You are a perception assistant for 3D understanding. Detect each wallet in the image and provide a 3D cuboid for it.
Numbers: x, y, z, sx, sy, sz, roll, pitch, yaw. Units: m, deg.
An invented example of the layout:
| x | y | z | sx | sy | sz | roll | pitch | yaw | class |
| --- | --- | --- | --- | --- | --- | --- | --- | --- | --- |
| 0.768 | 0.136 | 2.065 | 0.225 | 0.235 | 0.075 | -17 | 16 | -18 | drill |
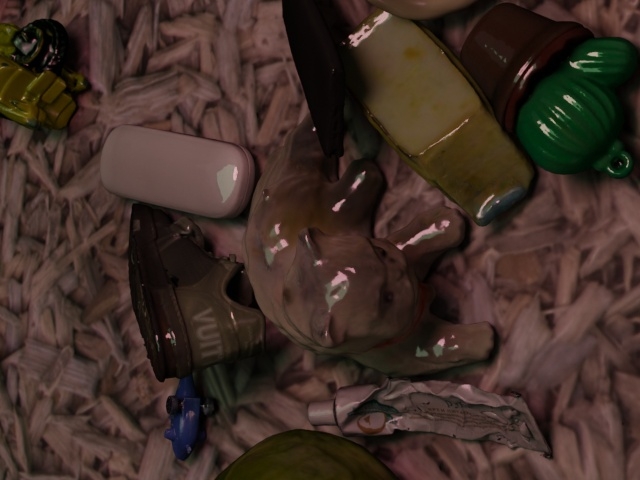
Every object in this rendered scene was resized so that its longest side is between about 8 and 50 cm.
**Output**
| x | y | z | sx | sy | sz | roll | pitch | yaw | class |
| --- | --- | --- | --- | --- | --- | --- | --- | --- | --- |
| -0.012 | -0.208 | 1.543 | 0.124 | 0.025 | 0.244 | 91 | 168 | -46 | wallet |

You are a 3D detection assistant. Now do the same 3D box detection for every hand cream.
| x | y | z | sx | sy | sz | roll | pitch | yaw | class |
| --- | --- | --- | --- | --- | --- | --- | --- | --- | --- |
| 0.102 | 0.173 | 1.465 | 0.257 | 0.050 | 0.084 | -3 | 125 | 33 | hand cream |

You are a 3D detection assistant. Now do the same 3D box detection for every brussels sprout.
| x | y | z | sx | sy | sz | roll | pitch | yaw | class |
| --- | --- | --- | --- | --- | --- | --- | --- | --- | --- |
| 0.000 | 0.319 | 1.454 | 0.219 | 0.210 | 0.271 | -42 | 76 | 32 | brussels sprout |

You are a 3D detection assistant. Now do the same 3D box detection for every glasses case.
| x | y | z | sx | sy | sz | roll | pitch | yaw | class |
| --- | --- | --- | --- | --- | --- | --- | --- | --- | --- |
| -0.170 | -0.081 | 1.722 | 0.233 | 0.059 | 0.092 | 11 | 92 | 38 | glasses case |

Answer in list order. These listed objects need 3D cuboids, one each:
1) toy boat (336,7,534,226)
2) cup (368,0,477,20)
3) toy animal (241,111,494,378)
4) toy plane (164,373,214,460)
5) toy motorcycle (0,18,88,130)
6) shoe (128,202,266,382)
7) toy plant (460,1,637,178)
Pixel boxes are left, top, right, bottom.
| x | y | z | sx | sy | sz | roll | pitch | yaw | class |
| --- | --- | --- | --- | --- | --- | --- | --- | --- | --- |
| 0.103 | -0.140 | 1.488 | 0.111 | 0.084 | 0.276 | -40 | 59 | 9 | toy boat |
| 0.149 | -0.310 | 1.390 | 0.173 | 0.202 | 0.255 | 44 | 116 | 53 | cup |
| 0.000 | 0.000 | 1.508 | 0.266 | 0.188 | 0.308 | -20 | 76 | 45 | toy animal |
| -0.155 | 0.168 | 1.691 | 0.062 | 0.054 | 0.167 | -5 | 81 | 64 | toy plane |
| -0.461 | -0.204 | 1.918 | 0.342 | 0.142 | 0.206 | 12 | 87 | 39 | toy motorcycle |
| -0.134 | 0.050 | 1.657 | 0.293 | 0.149 | 0.109 | -111 | 19 | -55 | shoe |
| 0.230 | -0.143 | 1.392 | 0.200 | 0.105 | 0.143 | 41 | 92 | 15 | toy plant |
